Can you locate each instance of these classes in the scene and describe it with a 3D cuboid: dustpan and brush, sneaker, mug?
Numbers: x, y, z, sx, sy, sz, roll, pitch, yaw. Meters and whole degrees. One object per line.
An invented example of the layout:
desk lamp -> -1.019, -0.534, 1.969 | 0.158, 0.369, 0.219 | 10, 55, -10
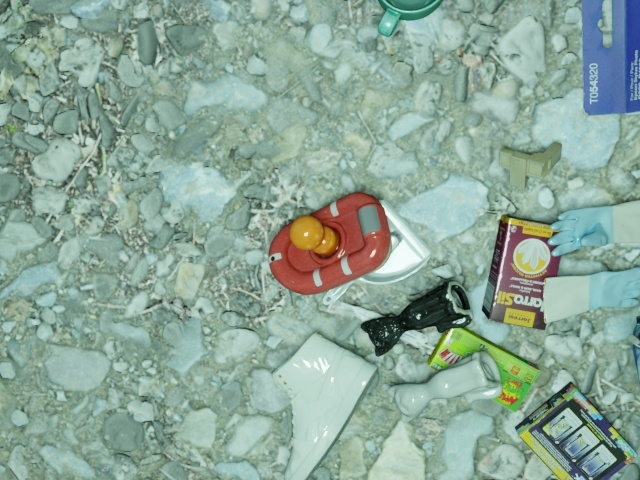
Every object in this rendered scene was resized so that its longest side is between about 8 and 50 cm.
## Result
dustpan and brush -> 0.086, 0.043, 1.212 | 0.211, 0.060, 0.147 | -42, 91, 8
sneaker -> -0.030, 0.316, 1.241 | 0.169, 0.108, 0.292 | 31, 99, 14
mug -> 0.146, -0.443, 1.137 | 0.158, 0.097, 0.129 | -29, 93, 8

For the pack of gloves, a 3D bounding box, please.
pack of gloves -> 0.498, 0.037, 1.136 | 0.232, 0.046, 0.195 | -8, 101, -17

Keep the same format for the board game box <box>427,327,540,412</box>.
board game box -> 0.303, 0.234, 1.221 | 0.181, 0.043, 0.092 | 28, 98, 2

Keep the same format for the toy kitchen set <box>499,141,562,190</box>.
toy kitchen set -> 0.379, -0.139, 1.186 | 0.083, 0.075, 0.068 | 24, 141, 34

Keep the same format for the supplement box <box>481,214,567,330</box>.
supplement box -> 0.365, 0.056, 1.177 | 0.104, 0.081, 0.188 | 10, 97, 4

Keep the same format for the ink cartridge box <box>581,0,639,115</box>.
ink cartridge box -> 0.624, -0.384, 1.116 | 0.330, 0.071, 0.324 | -3, 96, 4

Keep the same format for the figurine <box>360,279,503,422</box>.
figurine -> 0.190, 0.208, 1.177 | 0.209, 0.092, 0.215 | -28, 74, 29

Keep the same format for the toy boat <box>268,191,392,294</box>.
toy boat -> 0.000, 0.000, 1.140 | 0.231, 0.151, 0.151 | -26, 61, 27

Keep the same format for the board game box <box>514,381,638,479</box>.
board game box -> 0.474, 0.373, 1.218 | 0.141, 0.048, 0.170 | -42, 91, 10

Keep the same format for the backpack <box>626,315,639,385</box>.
backpack -> 0.637, 0.202, 1.027 | 0.273, 0.355, 0.290 | -40, 89, 12
